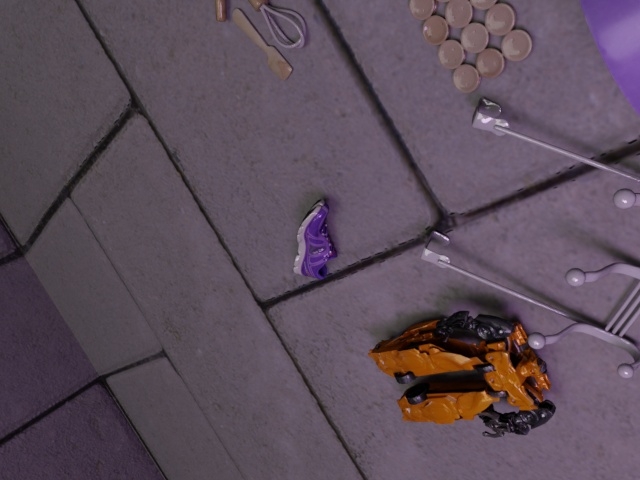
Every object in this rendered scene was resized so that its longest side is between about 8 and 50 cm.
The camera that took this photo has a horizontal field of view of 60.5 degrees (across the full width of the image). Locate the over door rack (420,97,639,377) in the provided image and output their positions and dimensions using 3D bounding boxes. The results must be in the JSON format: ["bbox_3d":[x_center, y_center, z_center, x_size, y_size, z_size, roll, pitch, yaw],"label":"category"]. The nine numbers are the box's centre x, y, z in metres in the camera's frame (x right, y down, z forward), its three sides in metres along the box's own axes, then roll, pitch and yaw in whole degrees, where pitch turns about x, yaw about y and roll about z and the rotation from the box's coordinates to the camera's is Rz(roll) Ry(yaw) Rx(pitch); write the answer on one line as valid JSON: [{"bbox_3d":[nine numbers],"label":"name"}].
[{"bbox_3d":[0.285,0.005,0.680,0.324,0.108,0.239,32,129,23],"label":"over door rack"}]

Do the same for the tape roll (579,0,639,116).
[{"bbox_3d":[0.308,-0.201,0.486,0.080,0.189,0.189,-23,97,44],"label":"tape roll"}]

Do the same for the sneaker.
[{"bbox_3d":[0.000,0.000,0.960,0.071,0.068,0.169,20,135,12],"label":"sneaker"}]

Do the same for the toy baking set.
[{"bbox_3d":[-0.097,-0.384,0.834,0.197,0.030,0.256,28,129,25],"label":"toy baking set"}]

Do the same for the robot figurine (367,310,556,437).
[{"bbox_3d":[0.220,0.204,0.861,0.291,0.085,0.211,-22,99,45],"label":"robot figurine"}]

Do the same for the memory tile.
[{"bbox_3d":[0.183,-0.267,0.680,0.113,0.012,0.148,-29,94,45],"label":"memory tile"}]
